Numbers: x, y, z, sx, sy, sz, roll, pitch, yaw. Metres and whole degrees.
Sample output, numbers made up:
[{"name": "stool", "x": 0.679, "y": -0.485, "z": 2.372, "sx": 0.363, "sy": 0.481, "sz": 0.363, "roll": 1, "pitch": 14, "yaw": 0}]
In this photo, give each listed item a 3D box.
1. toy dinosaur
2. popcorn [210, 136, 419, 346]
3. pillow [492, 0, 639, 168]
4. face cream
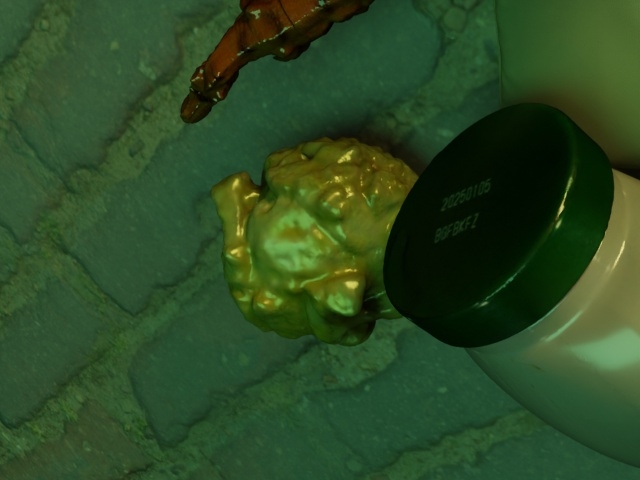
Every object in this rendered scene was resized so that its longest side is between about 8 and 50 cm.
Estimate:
[{"name": "toy dinosaur", "x": 0.028, "y": -0.254, "z": 0.861, "sx": 0.432, "sy": 0.208, "sz": 0.097, "roll": -30, "pitch": 117, "yaw": 32}, {"name": "popcorn", "x": 0.000, "y": 0.000, "z": 1.037, "sx": 0.255, "sy": 0.195, "sz": 0.256, "roll": 41, "pitch": 113, "yaw": -4}, {"name": "pillow", "x": 0.259, "y": -0.208, "z": 0.786, "sx": 0.255, "sy": 0.119, "sz": 0.323, "roll": 8, "pitch": 120, "yaw": 35}, {"name": "face cream", "x": 0.250, "y": 0.063, "z": 0.835, "sx": 0.357, "sy": 0.220, "sz": 0.312, "roll": 34, "pitch": 178, "yaw": -26}]
